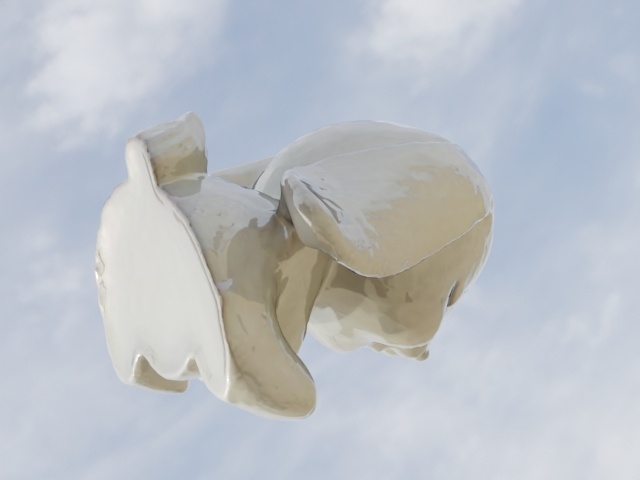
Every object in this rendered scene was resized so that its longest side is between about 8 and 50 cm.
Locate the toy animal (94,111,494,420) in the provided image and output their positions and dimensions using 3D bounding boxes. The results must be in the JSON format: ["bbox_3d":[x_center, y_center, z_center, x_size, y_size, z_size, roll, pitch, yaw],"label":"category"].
[{"bbox_3d":[0.000,0.000,0.988,0.265,0.272,0.206,-14,-85,-27],"label":"toy animal"}]
